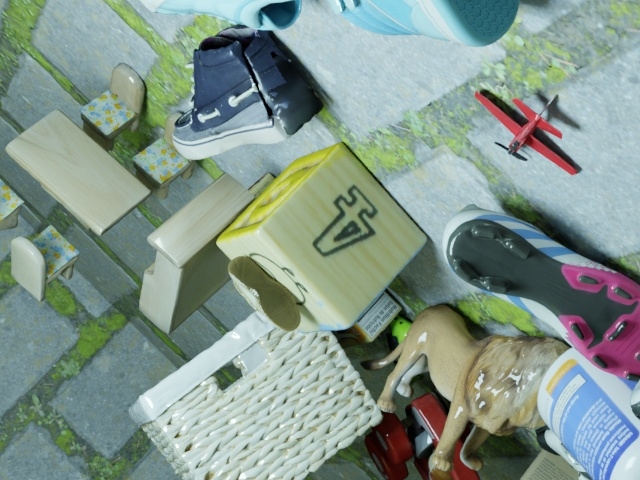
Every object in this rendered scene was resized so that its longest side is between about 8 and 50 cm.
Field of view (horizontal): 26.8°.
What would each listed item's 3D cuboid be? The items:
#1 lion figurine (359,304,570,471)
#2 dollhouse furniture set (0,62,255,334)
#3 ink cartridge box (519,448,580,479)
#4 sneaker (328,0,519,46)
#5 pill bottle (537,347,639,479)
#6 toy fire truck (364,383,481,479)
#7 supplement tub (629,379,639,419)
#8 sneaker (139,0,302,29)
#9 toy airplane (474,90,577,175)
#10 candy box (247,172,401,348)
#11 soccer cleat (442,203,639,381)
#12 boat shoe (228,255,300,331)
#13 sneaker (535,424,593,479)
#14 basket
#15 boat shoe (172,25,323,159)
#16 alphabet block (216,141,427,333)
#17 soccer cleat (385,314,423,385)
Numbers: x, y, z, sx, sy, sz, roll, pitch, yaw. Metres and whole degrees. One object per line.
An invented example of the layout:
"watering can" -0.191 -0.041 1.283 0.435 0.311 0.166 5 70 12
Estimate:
"lion figurine" 0.207 0.188 2.002 0.142 0.240 0.392 11 -162 -40
"dollhouse furniture set" -0.321 -0.076 2.140 0.394 0.362 0.256 41 150 12
"ink cartridge box" 0.407 0.456 2.123 0.235 0.193 0.088 36 161 19
"sneaker" 0.040 -0.319 1.333 0.208 0.127 0.319 9 141 55
"pill bottle" 0.399 0.253 1.664 0.152 0.152 0.272 60 176 -39
"toy fire truck" 0.211 0.380 2.268 0.254 0.169 0.302 57 166 20
"supplement tub" 0.506 0.204 1.423 0.316 0.193 0.193 39 160 7
"sneaker" -0.107 -0.304 1.628 0.150 0.135 0.366 52 159 -16
"toy airplane" 0.234 -0.122 1.508 0.151 0.028 0.151 35 160 15
"candy box" -0.028 0.042 2.251 0.316 0.087 0.183 45 160 -7
"soccer cleat" 0.302 0.052 1.657 0.331 0.116 0.143 31 -161 -4
"boat shoe" -0.079 0.079 1.923 0.135 0.050 0.045 49 165 12
"sneaker" 0.411 0.327 1.882 0.330 0.122 0.146 175 94 -66
"basket" -0.108 0.278 2.205 0.266 0.328 0.331 54 165 4
"boat shoe" -0.138 -0.218 1.910 0.340 0.127 0.158 -6 123 54
"alphabet block" 0.000 0.000 1.961 0.197 0.193 0.192 47 158 -12
"soccer cleat" 0.145 0.188 2.282 0.072 0.060 0.179 43 156 28
